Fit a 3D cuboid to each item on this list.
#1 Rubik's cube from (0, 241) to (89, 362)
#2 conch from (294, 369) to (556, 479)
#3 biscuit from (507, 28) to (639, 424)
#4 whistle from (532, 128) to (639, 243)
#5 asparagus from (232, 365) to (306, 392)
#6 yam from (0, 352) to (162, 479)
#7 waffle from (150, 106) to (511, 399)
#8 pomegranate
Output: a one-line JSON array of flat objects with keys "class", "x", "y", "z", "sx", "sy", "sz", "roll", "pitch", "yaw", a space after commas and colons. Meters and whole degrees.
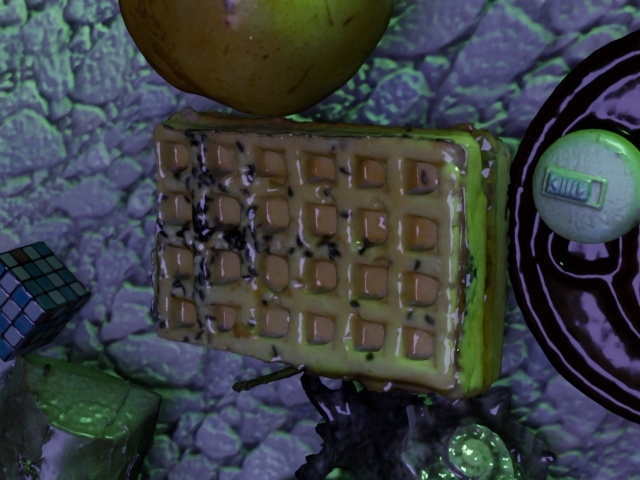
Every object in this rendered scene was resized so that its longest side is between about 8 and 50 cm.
[{"class": "Rubik's cube", "x": -0.344, "y": 0.070, "z": 1.438, "sx": 0.092, "sy": 0.092, "sz": 0.092, "roll": 47, "pitch": 113, "yaw": 8}, {"class": "conch", "x": 0.105, "y": 0.237, "z": 1.255, "sx": 0.313, "sy": 0.186, "sz": 0.240, "roll": 27, "pitch": 78, "yaw": 36}, {"class": "biscuit", "x": 0.364, "y": -0.004, "z": 1.143, "sx": 0.407, "sy": 0.091, "sz": 0.407, "roll": 5, "pitch": 103, "yaw": 22}, {"class": "whistle", "x": 0.283, "y": -0.035, "z": 1.095, "sx": 0.198, "sy": 0.057, "sz": 0.104, "roll": 17, "pitch": 105, "yaw": 23}, {"class": "asparagus", "x": -0.054, "y": 0.148, "z": 1.341, "sx": 0.016, "sy": 0.013, "sz": 0.166, "roll": 42, "pitch": 147, "yaw": -15}, {"class": "yam", "x": -0.291, "y": 0.272, "z": 1.403, "sx": 0.202, "sy": 0.201, "sz": 0.271, "roll": 16, "pitch": 93, "yaw": -21}, {"class": "waffle", "x": 0.000, "y": 0.000, "z": 1.240, "sx": 0.376, "sy": 0.114, "sz": 0.261, "roll": 9, "pitch": 107, "yaw": 32}, {"class": "pomegranate", "x": -0.055, "y": -0.250, "z": 1.174, "sx": 0.264, "sy": 0.264, "sz": 0.264, "roll": 4, "pitch": 102, "yaw": 21}]
